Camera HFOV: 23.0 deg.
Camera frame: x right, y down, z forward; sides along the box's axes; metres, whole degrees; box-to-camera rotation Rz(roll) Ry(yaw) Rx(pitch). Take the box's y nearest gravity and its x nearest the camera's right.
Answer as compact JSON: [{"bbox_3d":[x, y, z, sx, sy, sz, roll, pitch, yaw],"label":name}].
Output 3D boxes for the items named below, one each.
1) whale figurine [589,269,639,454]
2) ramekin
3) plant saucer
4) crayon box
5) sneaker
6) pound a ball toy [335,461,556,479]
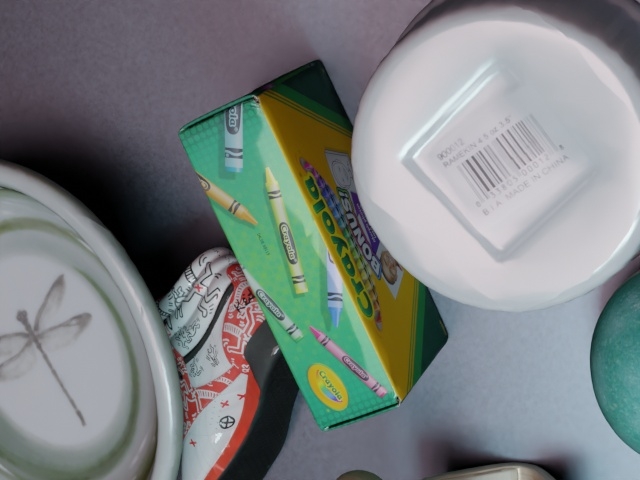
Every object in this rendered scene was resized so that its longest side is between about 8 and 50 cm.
[{"bbox_3d":[0.349,0.100,1.252,0.272,0.141,0.216,-4,104,20],"label":"whale figurine"},{"bbox_3d":[0.159,-0.076,1.271,0.277,0.135,0.277,6,108,18],"label":"ramekin"},{"bbox_3d":[-0.268,0.109,1.470,0.400,0.100,0.400,11,111,31],"label":"plant saucer"},{"bbox_3d":[0.000,0.000,1.332,0.081,0.165,0.278,-22,98,23],"label":"crayon box"},{"bbox_3d":[-0.100,0.131,1.456,0.145,0.090,0.270,43,131,26],"label":"sneaker"},{"bbox_3d":[0.112,0.327,1.388,0.208,0.136,0.319,-8,106,-16],"label":"pound a ball toy"}]
